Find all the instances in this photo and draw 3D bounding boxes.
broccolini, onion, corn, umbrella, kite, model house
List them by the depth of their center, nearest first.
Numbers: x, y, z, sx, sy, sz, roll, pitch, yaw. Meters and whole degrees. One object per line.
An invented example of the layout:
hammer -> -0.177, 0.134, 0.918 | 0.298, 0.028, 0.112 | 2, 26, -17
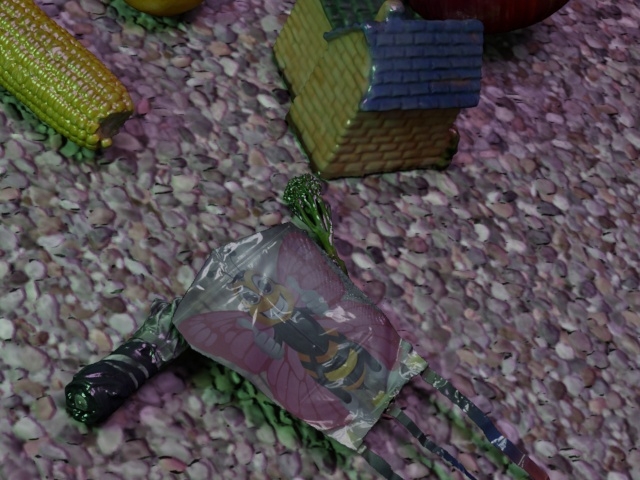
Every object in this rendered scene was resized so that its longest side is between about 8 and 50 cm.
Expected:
umbrella -> -0.132, 0.079, 1.283 | 0.050, 0.046, 0.188 | 55, 46, -4
kite -> 0.046, 0.123, 1.327 | 0.360, 0.022, 0.204 | 41, 39, 5
corn -> -0.260, -0.169, 1.426 | 0.238, 0.080, 0.080 | 39, 45, 13
broccolini -> 0.000, 0.000, 1.440 | 0.035, 0.030, 0.140 | -7, 58, -21
model house -> 0.059, -0.182, 1.527 | 0.166, 0.172, 0.183 | -9, 54, -30
onion -> 0.171, -0.312, 1.711 | 0.248, 0.161, 0.248 | 12, 36, -9

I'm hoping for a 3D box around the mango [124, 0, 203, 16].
mango -> -0.150, -0.283, 1.577 | 0.115, 0.089, 0.165 | 20, 42, -10
